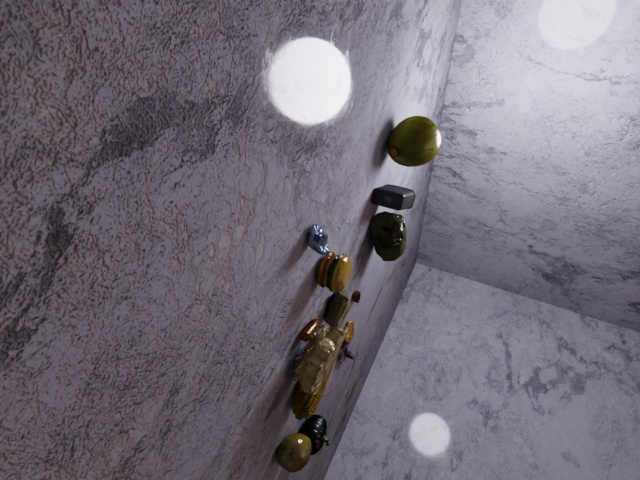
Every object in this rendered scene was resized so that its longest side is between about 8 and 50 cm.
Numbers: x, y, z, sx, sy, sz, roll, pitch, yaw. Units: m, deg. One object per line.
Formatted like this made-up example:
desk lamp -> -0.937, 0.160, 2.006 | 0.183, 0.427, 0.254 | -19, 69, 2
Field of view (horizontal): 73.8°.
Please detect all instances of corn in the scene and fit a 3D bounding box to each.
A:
corn -> -0.022, 0.600, 1.860 | 0.120, 0.120, 0.363 | 75, 37, -57

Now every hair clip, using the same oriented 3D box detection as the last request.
hair clip -> 0.148, 0.650, 2.479 | 0.187, 0.056, 0.146 | 54, 52, -53

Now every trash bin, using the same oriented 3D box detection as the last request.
trash bin -> 0.369, -0.215, 2.132 | 0.236, 0.177, 0.101 | -20, 126, -61

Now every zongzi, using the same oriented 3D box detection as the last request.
zongzi -> 0.072, 0.315, 1.946 | 0.178, 0.081, 0.189 | 12, 102, -81

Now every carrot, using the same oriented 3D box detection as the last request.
carrot -> -0.036, 0.351, 1.709 | 0.139, 0.048, 0.048 | -40, 143, -60

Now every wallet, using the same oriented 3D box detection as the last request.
wallet -> 0.104, 0.364, 2.117 | 0.110, 0.039, 0.155 | 79, 35, -60

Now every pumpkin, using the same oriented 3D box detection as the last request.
pumpkin -> -0.036, 0.960, 2.114 | 0.194, 0.150, 0.194 | -173, -90, -76

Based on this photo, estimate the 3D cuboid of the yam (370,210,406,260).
yam -> 0.368, -0.026, 2.272 | 0.300, 0.195, 0.195 | 65, 46, -63

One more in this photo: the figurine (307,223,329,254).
figurine -> 0.000, 0.000, 1.449 | 0.114, 0.079, 0.114 | 49, 22, -28

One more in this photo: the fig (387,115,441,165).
fig -> 0.427, -0.454, 1.993 | 0.271, 0.239, 0.239 | -34, 140, -38

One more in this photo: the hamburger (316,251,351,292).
hamburger -> 0.053, 0.122, 1.647 | 0.162, 0.115, 0.162 | 15, 90, -71

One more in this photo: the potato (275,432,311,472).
potato -> -0.114, 0.927, 1.886 | 0.194, 0.157, 0.157 | 28, 80, -84

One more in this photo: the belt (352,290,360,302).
belt -> 0.195, 0.306, 2.320 | 0.083, 0.036, 0.059 | 72, 33, -60

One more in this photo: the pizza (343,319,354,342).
pizza -> 0.151, 0.500, 2.351 | 0.178, 0.041, 0.130 | 10, 91, -67

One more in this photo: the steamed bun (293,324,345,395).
steamed bun -> -0.010, 0.459, 1.716 | 0.292, 0.137, 0.295 | -23, 135, -65
